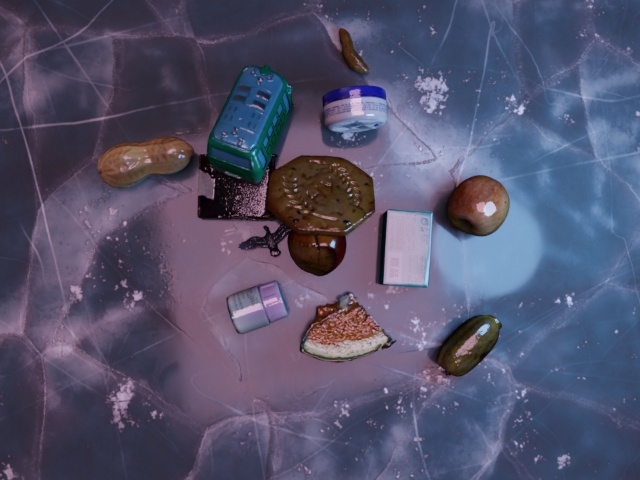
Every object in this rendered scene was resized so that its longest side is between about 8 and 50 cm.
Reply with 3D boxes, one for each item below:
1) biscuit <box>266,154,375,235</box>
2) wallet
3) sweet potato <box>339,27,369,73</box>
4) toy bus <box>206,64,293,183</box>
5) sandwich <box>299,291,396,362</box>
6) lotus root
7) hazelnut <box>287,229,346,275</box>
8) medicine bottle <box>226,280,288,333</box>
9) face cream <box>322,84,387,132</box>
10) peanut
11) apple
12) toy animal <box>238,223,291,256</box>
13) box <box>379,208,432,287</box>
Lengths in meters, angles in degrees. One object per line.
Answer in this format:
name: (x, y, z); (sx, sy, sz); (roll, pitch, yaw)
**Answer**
biscuit: (0.004, -0.150, 1.650); (0.358, 0.046, 0.359); (3, 50, -4)
wallet: (-0.273, -0.178, 1.727); (0.262, 0.071, 0.221); (1, 87, 4)
sweet potato: (0.099, -0.632, 1.772); (0.054, 0.053, 0.182); (-30, 84, 36)
toy bus: (-0.215, -0.370, 1.637); (0.183, 0.199, 0.344); (18, 72, 5)
sandwich: (0.066, 0.291, 1.693); (0.291, 0.109, 0.212); (-22, 81, -5)
lotus root: (0.472, 0.332, 1.691); (0.123, 0.124, 0.241); (43, 87, -10)
hazelnut: (0.000, 0.000, 1.669); (0.207, 0.208, 0.208); (0, 87, -2)
medicine bottle: (-0.198, 0.211, 1.671); (0.168, 0.135, 0.135); (-19, 87, -2)
face cream: (0.110, -0.412, 1.681); (0.205, 0.206, 0.111); (-7, 90, -2)
peanut: (-0.557, -0.254, 1.683); (0.312, 0.149, 0.149); (-11, 87, -3)
apple: (0.506, -0.112, 1.689); (0.188, 0.188, 0.174); (41, 75, 1)
toy animal: (-0.162, 0.000, 1.720); (0.220, 0.062, 0.108); (-19, 88, 3)
box: (0.277, 0.028, 1.719); (0.153, 0.092, 0.245); (5, 86, -1)
